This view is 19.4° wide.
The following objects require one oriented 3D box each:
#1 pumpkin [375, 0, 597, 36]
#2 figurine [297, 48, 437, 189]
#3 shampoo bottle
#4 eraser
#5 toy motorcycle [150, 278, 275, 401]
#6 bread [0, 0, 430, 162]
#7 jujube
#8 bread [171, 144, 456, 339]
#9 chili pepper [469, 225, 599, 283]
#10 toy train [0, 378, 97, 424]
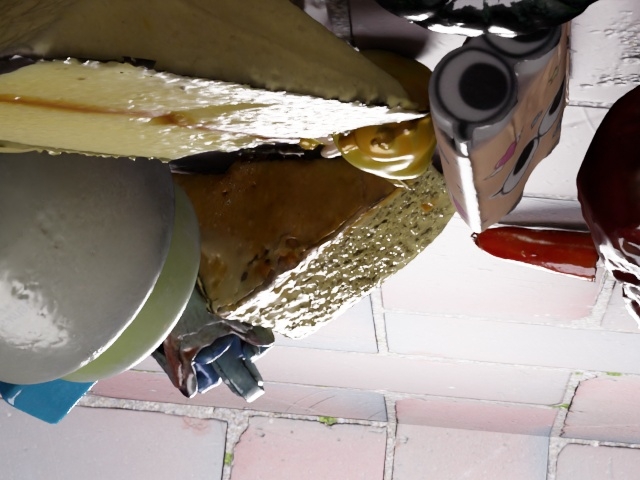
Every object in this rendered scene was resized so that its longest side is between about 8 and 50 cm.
[{"bbox_3d":[0.117,-0.242,1.249,0.250,0.216,0.250,0,131,0],"label":"pumpkin"},{"bbox_3d":[0.045,-0.126,1.881,0.246,0.131,0.156,9,134,58],"label":"figurine"},{"bbox_3d":[-0.314,-0.009,2.031,0.322,0.322,0.317,-7,154,40],"label":"shampoo bottle"},{"bbox_3d":[0.169,-0.123,1.760,0.087,0.171,0.290,30,170,15],"label":"eraser"},{"bbox_3d":[-0.157,0.050,2.386,0.182,0.319,0.241,-16,135,-18],"label":"toy motorcycle"},{"bbox_3d":[-0.181,-0.112,1.671,0.405,0.242,0.346,41,143,-25],"label":"bread"},{"bbox_3d":[0.409,-0.016,1.866,0.276,0.276,0.377,-2,159,28],"label":"jujube"},{"bbox_3d":[-0.019,-0.056,2.241,0.315,0.279,0.248,-45,147,11],"label":"bread"},{"bbox_3d":[0.274,0.009,2.388,0.169,0.065,0.088,10,179,10],"label":"chili pepper"},{"bbox_3d":[-0.401,0.071,2.423,0.188,0.300,0.265,-46,136,11],"label":"toy train"}]
